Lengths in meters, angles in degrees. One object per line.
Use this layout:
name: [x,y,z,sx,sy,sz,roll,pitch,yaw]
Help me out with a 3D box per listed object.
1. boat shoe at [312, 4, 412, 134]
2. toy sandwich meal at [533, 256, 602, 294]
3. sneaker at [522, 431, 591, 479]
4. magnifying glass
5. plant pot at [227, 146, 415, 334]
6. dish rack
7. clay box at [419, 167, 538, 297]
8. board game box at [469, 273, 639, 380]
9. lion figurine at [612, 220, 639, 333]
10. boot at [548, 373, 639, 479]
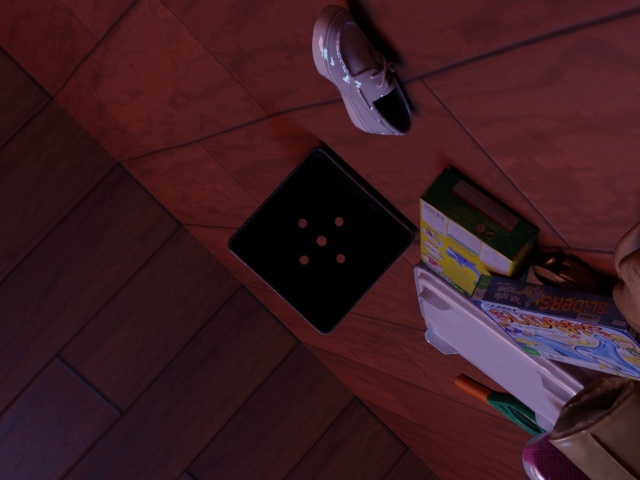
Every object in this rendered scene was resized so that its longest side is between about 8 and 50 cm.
boat shoe: [0.047,-0.162,1.028,0.063,0.066,0.184,19,155,29]
toy sandwich meal: [0.267,0.042,1.114,0.085,0.029,0.085,35,177,2]
sneaker: [0.353,0.327,1.431,0.252,0.103,0.111,27,156,-35]
magnifying glass: [0.316,0.284,1.803,0.092,0.026,0.231,50,164,-32]
plant pot: [0.000,0.000,1.478,0.188,0.187,0.167,42,180,-1]
dish rack: [0.255,0.152,1.430,0.333,0.072,0.285,37,166,21]
clay box: [0.180,0.011,1.211,0.127,0.053,0.222,37,168,17]
board game box: [0.277,0.096,1.114,0.201,0.035,0.136,10,155,49]
lion figurine: [0.354,0.106,0.877,0.392,0.142,0.240,57,175,-1]
boot: [0.365,0.311,1.296,0.269,0.236,0.089,45,-173,-26]
